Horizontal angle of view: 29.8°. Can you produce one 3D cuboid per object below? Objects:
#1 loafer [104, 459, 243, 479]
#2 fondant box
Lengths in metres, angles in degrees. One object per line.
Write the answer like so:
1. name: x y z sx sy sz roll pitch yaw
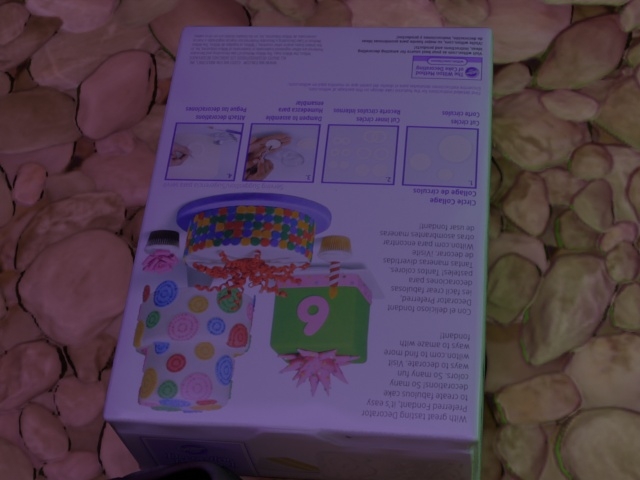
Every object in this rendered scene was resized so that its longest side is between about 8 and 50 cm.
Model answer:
1. loafer: -0.188 0.200 0.755 0.302 0.095 0.109 -17 58 -4
2. fondant box: 0.000 0.000 0.856 0.238 0.096 0.330 2 58 8
